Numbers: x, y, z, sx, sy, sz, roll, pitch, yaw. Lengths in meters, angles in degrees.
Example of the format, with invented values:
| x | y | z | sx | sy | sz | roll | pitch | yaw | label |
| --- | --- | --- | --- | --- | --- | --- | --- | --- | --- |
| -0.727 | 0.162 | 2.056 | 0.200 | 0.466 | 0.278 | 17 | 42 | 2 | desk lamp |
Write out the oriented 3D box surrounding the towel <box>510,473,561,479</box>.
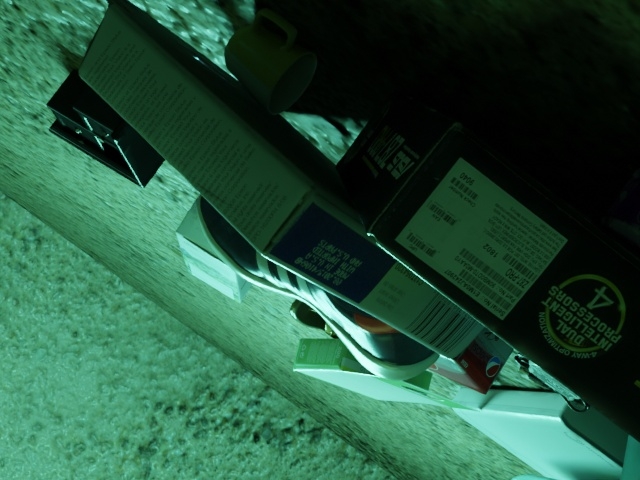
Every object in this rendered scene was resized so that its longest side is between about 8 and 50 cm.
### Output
| x | y | z | sx | sy | sz | roll | pitch | yaw | label |
| --- | --- | --- | --- | --- | --- | --- | --- | --- | --- |
| 0.427 | 0.398 | 1.580 | 0.321 | 0.090 | 0.374 | 20 | 170 | -6 | towel |

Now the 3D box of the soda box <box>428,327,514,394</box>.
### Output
| x | y | z | sx | sy | sz | roll | pitch | yaw | label |
| --- | --- | --- | --- | --- | --- | --- | --- | --- | --- |
| 0.100 | 0.088 | 1.443 | 0.263 | 0.083 | 0.092 | 20 | 161 | 43 | soda box |

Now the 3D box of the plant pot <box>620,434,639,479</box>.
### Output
| x | y | z | sx | sy | sz | roll | pitch | yaw | label |
| --- | --- | --- | --- | --- | --- | --- | --- | --- | --- |
| 0.388 | 0.324 | 1.088 | 0.293 | 0.235 | 0.293 | 18 | 178 | 1 | plant pot |

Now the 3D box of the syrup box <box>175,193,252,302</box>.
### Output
| x | y | z | sx | sy | sz | roll | pitch | yaw | label |
| --- | --- | --- | --- | --- | --- | --- | --- | --- | --- |
| -0.128 | 0.003 | 1.657 | 0.093 | 0.096 | 0.237 | 31 | 166 | 6 | syrup box |

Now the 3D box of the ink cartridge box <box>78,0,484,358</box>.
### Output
| x | y | z | sx | sy | sz | roll | pitch | yaw | label |
| --- | --- | --- | --- | --- | --- | --- | --- | --- | --- |
| -0.042 | -0.057 | 0.987 | 0.330 | 0.071 | 0.324 | 43 | -173 | 34 | ink cartridge box |

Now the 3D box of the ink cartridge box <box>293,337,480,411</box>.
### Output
| x | y | z | sx | sy | sz | roll | pitch | yaw | label |
| --- | --- | --- | --- | --- | --- | --- | --- | --- | --- |
| 0.096 | 0.190 | 1.729 | 0.171 | 0.056 | 0.235 | 24 | 162 | -33 | ink cartridge box |

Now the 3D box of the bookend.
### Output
| x | y | z | sx | sy | sz | roll | pitch | yaw | label |
| --- | --- | --- | --- | --- | --- | --- | --- | --- | --- |
| -0.275 | -0.156 | 1.496 | 0.156 | 0.072 | 0.157 | 31 | 166 | 13 | bookend |

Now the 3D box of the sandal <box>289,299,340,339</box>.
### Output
| x | y | z | sx | sy | sz | roll | pitch | yaw | label |
| --- | --- | --- | --- | --- | --- | --- | --- | --- | --- |
| 0.026 | 0.115 | 1.738 | 0.049 | 0.072 | 0.180 | 38 | 179 | 44 | sandal |

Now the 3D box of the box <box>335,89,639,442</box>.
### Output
| x | y | z | sx | sy | sz | roll | pitch | yaw | label |
| --- | --- | --- | --- | --- | --- | --- | --- | --- | --- |
| 0.197 | 0.049 | 0.858 | 0.395 | 0.097 | 0.318 | 36 | -171 | -9 | box |

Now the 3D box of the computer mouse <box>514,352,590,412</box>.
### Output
| x | y | z | sx | sy | sz | roll | pitch | yaw | label |
| --- | --- | --- | --- | --- | --- | --- | --- | --- | --- |
| 0.267 | 0.145 | 1.335 | 0.106 | 0.042 | 0.193 | 36 | 175 | 10 | computer mouse |

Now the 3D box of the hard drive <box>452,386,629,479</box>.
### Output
| x | y | z | sx | sy | sz | roll | pitch | yaw | label |
| --- | --- | --- | --- | --- | --- | --- | --- | --- | --- |
| 0.339 | 0.280 | 1.639 | 0.233 | 0.047 | 0.353 | 36 | 166 | -10 | hard drive |

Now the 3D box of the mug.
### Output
| x | y | z | sx | sy | sz | roll | pitch | yaw | label |
| --- | --- | --- | --- | --- | --- | --- | --- | --- | --- |
| -0.042 | -0.155 | 1.014 | 0.064 | 0.078 | 0.062 | 39 | -159 | 17 | mug |

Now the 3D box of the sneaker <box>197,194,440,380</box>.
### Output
| x | y | z | sx | sy | sz | roll | pitch | yaw | label |
| --- | --- | --- | --- | --- | --- | --- | --- | --- | --- |
| 0.000 | 0.000 | 1.339 | 0.350 | 0.131 | 0.148 | 34 | 147 | 25 | sneaker |

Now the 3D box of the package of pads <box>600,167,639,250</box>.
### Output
| x | y | z | sx | sy | sz | roll | pitch | yaw | label |
| --- | --- | --- | --- | --- | --- | --- | --- | --- | --- |
| 0.242 | -0.009 | 0.835 | 0.083 | 0.050 | 0.032 | 34 | -176 | -2 | package of pads |
